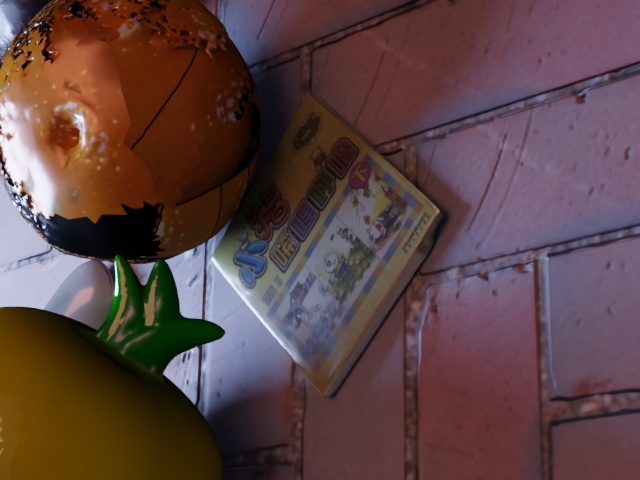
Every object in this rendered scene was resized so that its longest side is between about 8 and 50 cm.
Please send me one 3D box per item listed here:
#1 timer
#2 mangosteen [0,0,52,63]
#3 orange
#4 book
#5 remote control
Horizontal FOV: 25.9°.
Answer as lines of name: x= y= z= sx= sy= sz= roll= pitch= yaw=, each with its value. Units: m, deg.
timer: x=-0.177 y=0.136 z=1.041 sx=0.285 sy=0.285 sz=0.285 roll=-17 pitch=65 yaw=40
mangosteen: x=-0.245 y=-0.248 z=1.263 sx=0.216 sy=0.216 sz=0.216 roll=-17 pitch=65 yaw=40
orange: x=-0.159 y=-0.093 z=1.135 sx=0.234 sy=0.182 sz=0.234 roll=0 pitch=90 yaw=21
book: x=0.000 y=0.000 z=1.077 sx=0.168 sy=0.013 sz=0.192 roll=-58 pitch=45 yaw=14
remote control: x=-0.256 y=0.114 z=1.269 sx=0.229 sy=0.044 sz=0.073 roll=-55 pitch=49 yaw=16
